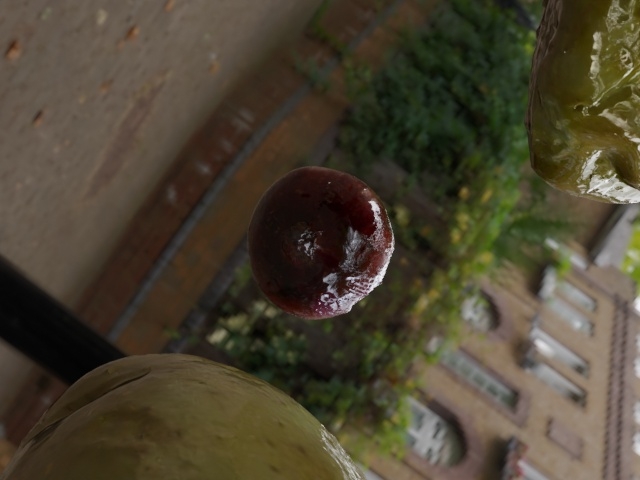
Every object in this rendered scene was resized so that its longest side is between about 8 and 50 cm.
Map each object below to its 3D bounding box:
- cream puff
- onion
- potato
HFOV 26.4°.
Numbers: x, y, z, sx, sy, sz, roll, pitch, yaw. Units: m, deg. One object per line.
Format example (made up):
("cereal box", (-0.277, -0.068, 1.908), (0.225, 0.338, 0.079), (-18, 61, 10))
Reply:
("cream puff", (0.292, -0.171, 1.006), (0.291, 0.257, 0.324), (-77, 177, -53))
("onion", (0.000, 0.000, 1.152), (0.131, 0.131, 0.131), (-54, -179, 1))
("potato", (-0.055, 0.172, 0.639), (0.242, 0.285, 0.242), (-29, -151, 18))
